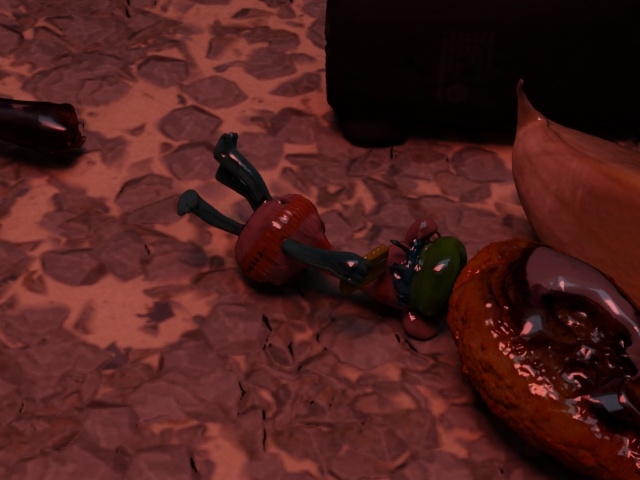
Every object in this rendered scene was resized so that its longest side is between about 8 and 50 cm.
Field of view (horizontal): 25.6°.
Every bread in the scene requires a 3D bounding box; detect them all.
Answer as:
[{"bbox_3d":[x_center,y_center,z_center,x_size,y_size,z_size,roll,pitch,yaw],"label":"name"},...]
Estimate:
[{"bbox_3d":[0.190,0.103,0.932,0.139,0.095,0.269,-35,70,-32],"label":"bread"}]

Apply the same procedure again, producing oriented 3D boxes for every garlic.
[{"bbox_3d":[0.242,-0.017,1.010,0.245,0.164,0.145,28,63,32],"label":"garlic"}]

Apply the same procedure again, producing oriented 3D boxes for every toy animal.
[{"bbox_3d":[0.000,0.000,1.013,0.208,0.100,0.103,28,7,8],"label":"toy animal"}]

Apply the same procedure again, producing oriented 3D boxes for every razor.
[{"bbox_3d":[0.163,-0.171,1.157,0.327,0.189,0.107,-3,42,-5],"label":"razor"}]

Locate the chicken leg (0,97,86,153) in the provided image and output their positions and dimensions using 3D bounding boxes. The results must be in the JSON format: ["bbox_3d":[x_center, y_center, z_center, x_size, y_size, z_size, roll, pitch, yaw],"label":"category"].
[{"bbox_3d":[-0.391,-0.107,1.108,0.407,0.096,0.158,-2,46,-11],"label":"chicken leg"}]
